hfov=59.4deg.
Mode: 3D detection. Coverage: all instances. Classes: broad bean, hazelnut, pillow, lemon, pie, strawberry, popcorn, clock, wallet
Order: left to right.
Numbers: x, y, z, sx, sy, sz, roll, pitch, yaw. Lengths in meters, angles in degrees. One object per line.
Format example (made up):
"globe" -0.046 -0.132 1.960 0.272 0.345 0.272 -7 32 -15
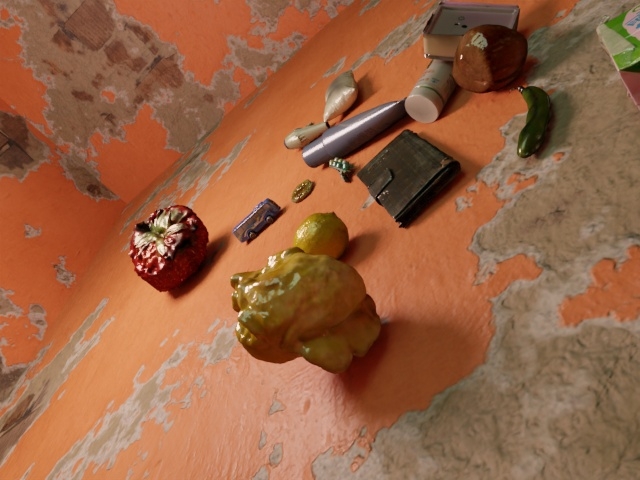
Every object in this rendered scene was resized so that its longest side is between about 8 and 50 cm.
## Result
"strawberry" -0.465 0.036 1.774 0.261 0.258 0.261 -12 51 15
"pie" -0.053 -0.140 1.578 0.084 0.020 0.084 -36 26 21
"popcorn" -0.029 0.104 0.890 0.191 0.253 0.190 -80 0 -77
"lemon" 0.000 0.000 1.162 0.133 0.109 0.109 -56 20 20
"pillow" 0.062 -0.476 1.851 0.144 0.078 0.254 -40 22 21
"wallet" 0.175 -0.146 1.187 0.169 0.044 0.317 -43 23 9
"clock" 0.347 -0.481 1.291 0.192 0.071 0.147 13 54 21
"hazelnut" 0.352 -0.380 1.168 0.143 0.143 0.154 -54 8 -18
"broad bean" 0.374 -0.220 0.989 0.069 0.039 0.227 -22 32 31

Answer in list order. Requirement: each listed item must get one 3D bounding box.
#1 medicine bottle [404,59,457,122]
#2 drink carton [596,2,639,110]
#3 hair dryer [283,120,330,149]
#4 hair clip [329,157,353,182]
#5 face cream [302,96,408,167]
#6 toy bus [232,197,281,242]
"medicine bottle" 0.276 -0.370 1.327 0.086 0.086 0.183 -8 43 54
"drink carton" 0.541 -0.307 0.767 0.271 0.108 0.161 -29 29 32
"hair dryer" -0.018 -0.378 1.888 0.167 0.067 0.199 -12 25 37
"hair clip" 0.056 -0.193 1.468 0.049 0.049 0.173 -44 23 4
"face cream" 0.104 -0.294 1.485 0.385 0.086 0.135 -23 -1 40
"toy bus" -0.184 -0.057 1.611 0.153 0.061 0.051 -41 19 14
